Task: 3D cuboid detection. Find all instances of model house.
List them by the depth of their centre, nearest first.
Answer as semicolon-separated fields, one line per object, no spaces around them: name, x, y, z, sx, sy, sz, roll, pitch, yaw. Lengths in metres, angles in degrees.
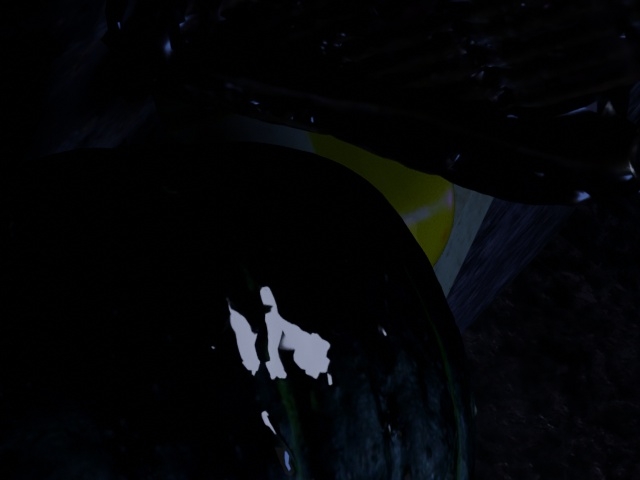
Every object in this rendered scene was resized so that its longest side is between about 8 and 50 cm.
model house;0.064;-0.177;0.652;0.283;0.297;0.317;-20;-156;30

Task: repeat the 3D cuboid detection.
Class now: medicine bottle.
medicine bottle;0.006;-0.008;0.800;0.122;0.212;0.122;-19;-171;3

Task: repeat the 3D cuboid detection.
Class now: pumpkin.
pumpkin;-0.089;0.092;0.627;0.315;0.238;0.315;-10;177;-1

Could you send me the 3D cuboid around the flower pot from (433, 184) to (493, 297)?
flower pot;0.000;0.000;0.968;0.202;0.212;0.212;-57;173;-19
